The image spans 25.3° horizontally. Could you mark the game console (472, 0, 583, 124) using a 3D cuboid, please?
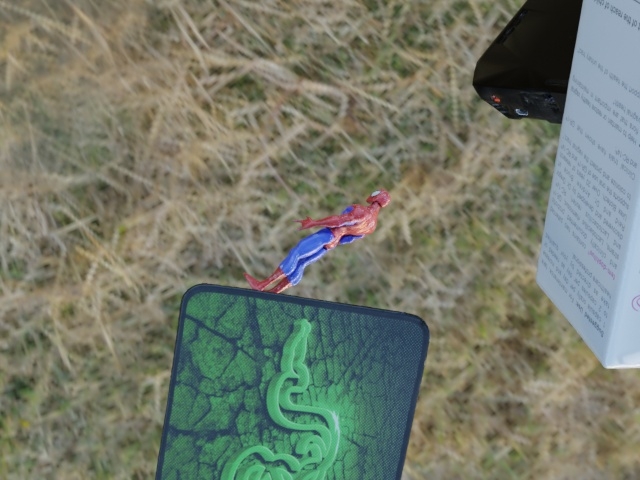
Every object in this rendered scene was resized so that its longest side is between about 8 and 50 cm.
[{"bbox_3d":[0.294,-0.166,1.064,0.213,0.361,0.044,-51,127,-22],"label":"game console"}]

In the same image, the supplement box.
[{"bbox_3d":[0.196,-0.054,0.743,0.111,0.114,0.220,1,112,-14],"label":"supplement box"}]

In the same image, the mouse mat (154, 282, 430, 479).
[{"bbox_3d":[-0.022,0.123,0.876,0.152,0.007,0.190,8,108,-5],"label":"mouse mat"}]

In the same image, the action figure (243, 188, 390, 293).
[{"bbox_3d":[0.000,0.000,0.989,0.115,0.030,0.038,-32,150,-1],"label":"action figure"}]
